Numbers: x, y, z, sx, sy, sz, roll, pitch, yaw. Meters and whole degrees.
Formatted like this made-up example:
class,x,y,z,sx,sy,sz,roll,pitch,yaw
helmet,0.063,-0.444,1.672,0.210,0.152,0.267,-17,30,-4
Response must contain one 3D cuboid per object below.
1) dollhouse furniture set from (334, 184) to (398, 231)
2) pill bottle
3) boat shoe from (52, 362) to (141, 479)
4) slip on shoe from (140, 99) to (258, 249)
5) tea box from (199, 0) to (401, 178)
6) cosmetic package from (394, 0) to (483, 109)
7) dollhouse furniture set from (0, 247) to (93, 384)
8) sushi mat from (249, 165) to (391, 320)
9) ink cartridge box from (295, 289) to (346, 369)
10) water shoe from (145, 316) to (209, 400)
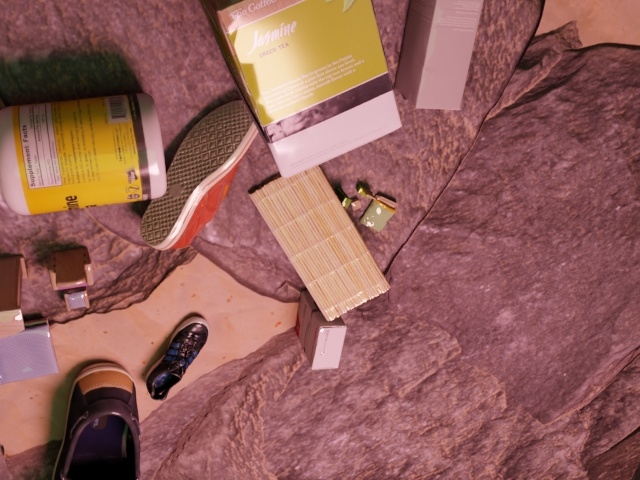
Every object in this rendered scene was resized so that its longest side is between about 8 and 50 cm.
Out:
class,x,y,z,sx,sy,sz,roll,pitch,yaw
dollhouse furniture set,0.097,-0.063,1.705,0.152,0.058,0.076,24,109,-28
pill bottle,-0.443,-0.144,1.405,0.334,0.188,0.187,-8,120,-13
boat shoe,-0.480,0.503,1.774,0.187,0.156,0.500,1,119,-21
slip on shoe,-0.217,-0.121,1.552,0.331,0.123,0.101,-56,152,10
tea box,-0.055,-0.342,1.309,0.220,0.329,0.323,-24,134,-4
cosmetic package,0.220,-0.374,1.534,0.107,0.127,0.237,-3,120,-16
dollhouse furniture set,-0.563,0.206,1.554,0.287,0.198,0.303,-7,120,-14
sushi mat,0.000,0.000,1.653,0.151,0.019,0.316,-30,100,7
ink cartridge box,-0.002,0.191,1.758,0.063,0.150,0.109,1,118,-19
water shoe,-0.296,0.256,1.739,0.073,0.080,0.203,28,106,-29
